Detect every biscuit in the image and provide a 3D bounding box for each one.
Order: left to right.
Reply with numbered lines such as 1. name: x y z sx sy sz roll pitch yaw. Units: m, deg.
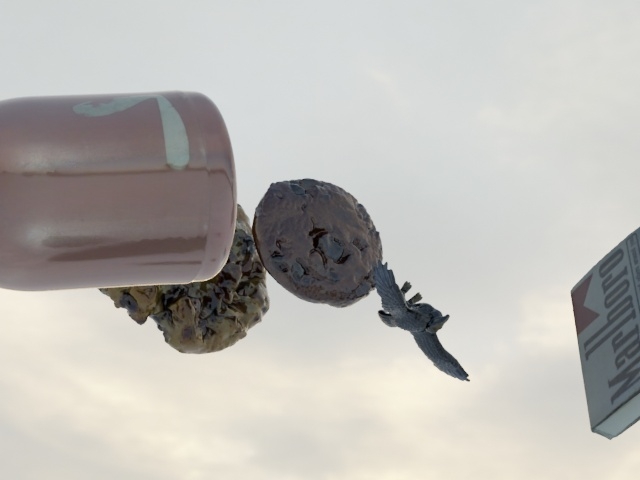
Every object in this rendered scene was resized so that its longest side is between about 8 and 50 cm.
1. biscuit: -0.198 -0.006 2.010 0.289 0.334 0.081 -20 -15 -49
2. biscuit: 0.000 0.000 1.889 0.192 0.192 0.049 17 -39 -31

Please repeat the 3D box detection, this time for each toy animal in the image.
1. toy animal: 0.118 0.097 1.860 0.220 0.062 0.108 53 -7 -31

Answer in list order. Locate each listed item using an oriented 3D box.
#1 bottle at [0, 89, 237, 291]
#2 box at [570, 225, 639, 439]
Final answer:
1. bottle: -0.227 -0.042 1.261 0.296 0.173 0.206 -2 4 -22
2. box: 0.291 0.087 1.410 0.035 0.178 0.115 23 -48 -21
